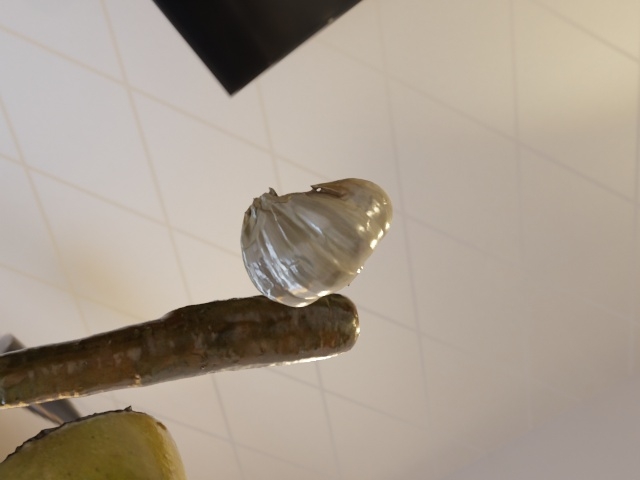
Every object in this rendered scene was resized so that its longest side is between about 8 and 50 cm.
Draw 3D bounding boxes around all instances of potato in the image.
[{"bbox_3d":[-0.153,0.225,0.532,0.117,0.182,0.202,18,-152,41],"label":"potato"}]

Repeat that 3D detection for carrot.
[{"bbox_3d":[-0.131,0.090,0.663,0.342,0.070,0.070,-8,-161,-16],"label":"carrot"}]

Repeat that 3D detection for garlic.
[{"bbox_3d":[-0.001,-0.001,0.545,0.113,0.094,0.074,-47,-139,3],"label":"garlic"}]
